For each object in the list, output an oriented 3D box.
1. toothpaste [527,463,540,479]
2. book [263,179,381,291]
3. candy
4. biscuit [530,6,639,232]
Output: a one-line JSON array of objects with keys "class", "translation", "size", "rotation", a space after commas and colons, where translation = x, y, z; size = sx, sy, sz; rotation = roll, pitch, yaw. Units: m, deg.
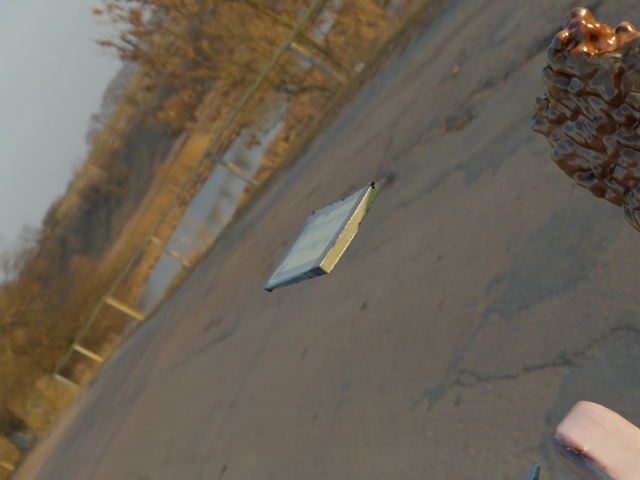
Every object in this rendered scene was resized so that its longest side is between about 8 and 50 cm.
[{"class": "toothpaste", "translation": [0.330, 0.392, 1.516], "size": [0.015, 0.024, 0.083], "rotation": [9, 87, 64]}, {"class": "book", "translation": [0.001, 0.001, 1.443], "size": [0.157, 0.026, 0.231], "rotation": [-58, 14, -21]}, {"class": "candy", "translation": [0.446, 0.335, 1.407], "size": [0.094, 0.255, 0.255], "rotation": [-49, 10, -5]}, {"class": "biscuit", "translation": [0.456, -0.161, 1.424], "size": [0.110, 0.312, 0.318], "rotation": [-41, -21, -16]}]
